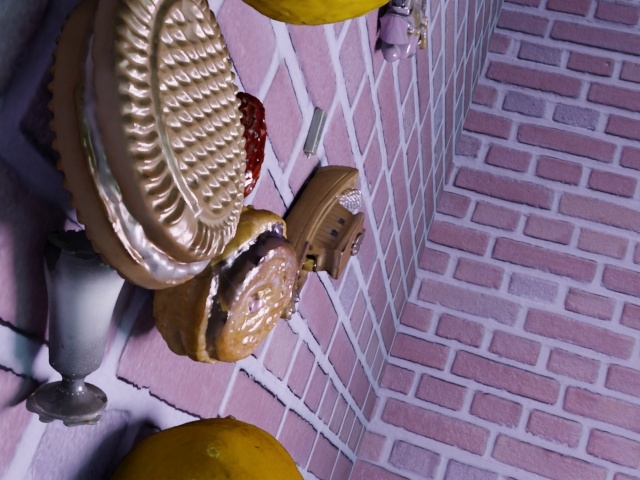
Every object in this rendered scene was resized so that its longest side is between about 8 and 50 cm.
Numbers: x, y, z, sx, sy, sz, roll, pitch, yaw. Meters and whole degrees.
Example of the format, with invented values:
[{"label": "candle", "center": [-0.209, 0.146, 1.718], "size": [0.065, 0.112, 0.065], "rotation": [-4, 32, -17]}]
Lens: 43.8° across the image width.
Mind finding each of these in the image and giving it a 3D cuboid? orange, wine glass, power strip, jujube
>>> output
[{"label": "orange", "center": [-0.124, 0.339, 0.894], "size": [0.279, 0.235, 0.278], "rotation": [3, 90, -74]}, {"label": "wine glass", "center": [-0.201, 0.072, 0.663], "size": [0.072, 0.072, 0.155], "rotation": [-36, 141, -68]}, {"label": "power strip", "center": [-0.008, -0.168, 1.254], "size": [0.027, 0.017, 0.083], "rotation": [26, 78, -74]}, {"label": "jujube", "center": [-0.097, -0.104, 0.881], "size": [0.077, 0.077, 0.129], "rotation": [71, 26, -66]}]

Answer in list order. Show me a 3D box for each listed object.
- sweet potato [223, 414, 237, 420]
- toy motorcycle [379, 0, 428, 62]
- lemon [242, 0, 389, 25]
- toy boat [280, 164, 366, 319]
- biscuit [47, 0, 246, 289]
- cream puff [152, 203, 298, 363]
[{"label": "sweet potato", "center": [-0.134, 0.334, 1.242], "size": [0.053, 0.054, 0.182], "rotation": [-69, 166, -57]}, {"label": "toy motorcycle", "center": [0.157, -0.404, 1.518], "size": [0.225, 0.073, 0.152], "rotation": [24, 83, -74]}, {"label": "lemon", "center": [0.008, -0.317, 0.635], "size": [0.310, 0.253, 0.253], "rotation": [-47, -178, 32]}, {"label": "toy boat", "center": [0.000, 0.000, 1.260], "size": [0.089, 0.122, 0.321], "rotation": [99, 14, -46]}, {"label": "biscuit", "center": [-0.125, -0.092, 0.637], "size": [0.259, 0.079, 0.259], "rotation": [-7, 90, -75]}, {"label": "cream puff", "center": [-0.112, 0.039, 0.854], "size": [0.189, 0.130, 0.189], "rotation": [-48, 151, -37]}]
